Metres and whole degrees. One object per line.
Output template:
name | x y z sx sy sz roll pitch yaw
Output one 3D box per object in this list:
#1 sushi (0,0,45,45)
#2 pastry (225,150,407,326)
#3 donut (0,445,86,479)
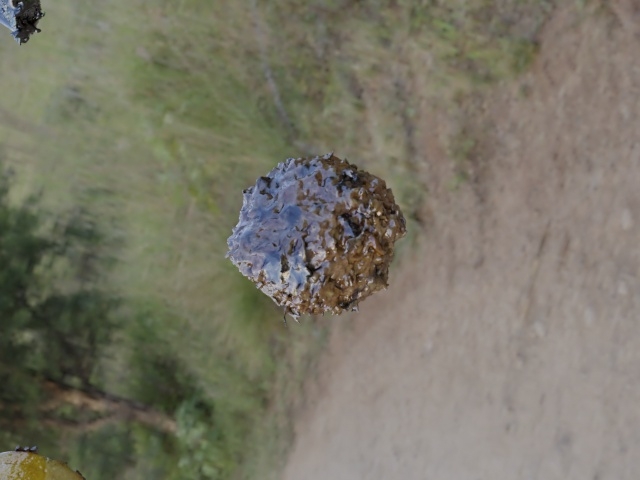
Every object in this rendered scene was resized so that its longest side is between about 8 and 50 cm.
sushi | -0.400 -0.314 1.670 0.056 0.085 0.083 -26 -30 -22
pastry | 0.000 0.000 1.897 0.193 0.274 0.275 61 -142 -49
donut | -0.335 0.300 1.375 0.078 0.181 0.146 -76 -18 -65
